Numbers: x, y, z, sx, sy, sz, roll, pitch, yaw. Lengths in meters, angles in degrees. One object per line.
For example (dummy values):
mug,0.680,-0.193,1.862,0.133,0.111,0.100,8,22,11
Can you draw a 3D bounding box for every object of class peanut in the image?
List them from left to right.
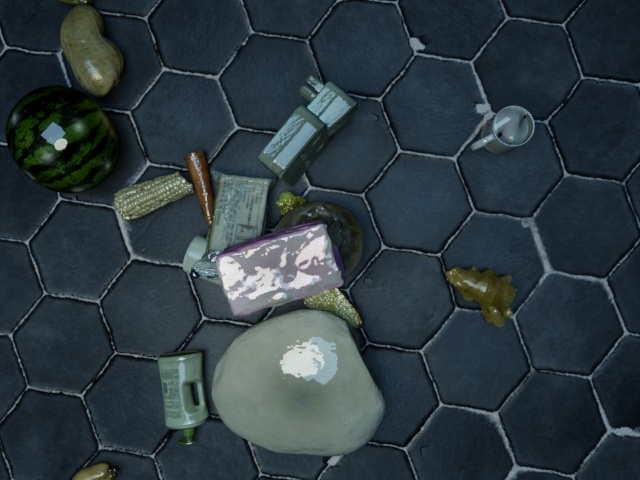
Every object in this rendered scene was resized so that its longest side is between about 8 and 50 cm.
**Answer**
peanut,-0.591,-0.492,1.488,0.122,0.137,0.253,-27,88,47

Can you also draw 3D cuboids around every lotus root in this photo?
lotus root,-0.600,0.624,1.508,0.151,0.063,0.072,-15,116,-4

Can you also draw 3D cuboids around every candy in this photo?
candy,-0.086,0.059,1.295,0.264,0.116,0.156,-17,98,4
candy,-0.063,0.363,1.410,0.426,0.186,0.387,-10,101,13

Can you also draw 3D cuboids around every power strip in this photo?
power strip,-0.045,-0.274,1.408,0.141,0.229,0.261,41,92,3

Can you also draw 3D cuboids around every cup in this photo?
cup,0.444,-0.273,1.438,0.135,0.133,0.099,2,91,2

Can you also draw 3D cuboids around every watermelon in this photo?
watermelon,-0.634,-0.248,1.426,0.268,0.269,0.269,0,90,2

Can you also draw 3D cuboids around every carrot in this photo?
carrot,-0.304,-0.122,1.512,0.057,0.057,0.225,-14,94,2

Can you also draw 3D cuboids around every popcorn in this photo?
popcorn,-0.075,-0.097,1.495,0.083,0.059,0.068,-8,89,-6

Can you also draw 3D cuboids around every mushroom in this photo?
mushroom,0.000,0.000,1.421,0.226,0.178,0.227,5,58,-8

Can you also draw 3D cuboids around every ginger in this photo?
ginger,0.420,0.123,1.463,0.205,0.081,0.115,42,123,-6

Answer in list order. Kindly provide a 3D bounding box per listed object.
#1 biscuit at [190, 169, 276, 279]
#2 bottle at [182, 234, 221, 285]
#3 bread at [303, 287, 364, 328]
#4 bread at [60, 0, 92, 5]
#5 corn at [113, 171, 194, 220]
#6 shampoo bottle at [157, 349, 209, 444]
biscuit,-0.208,-0.043,1.432,0.185,0.079,0.310,5,66,-4
bottle,-0.220,0.074,1.476,0.245,0.104,0.104,20,90,3
bread,0.027,0.172,1.490,0.103,0.065,0.187,-36,90,-4
bread,-0.650,-0.682,1.517,0.156,0.064,0.118,16,92,3
corn,-0.434,-0.123,1.500,0.210,0.087,0.087,-24,89,-2
shampoo bottle,-0.349,0.407,1.488,0.118,0.087,0.235,-6,90,3
